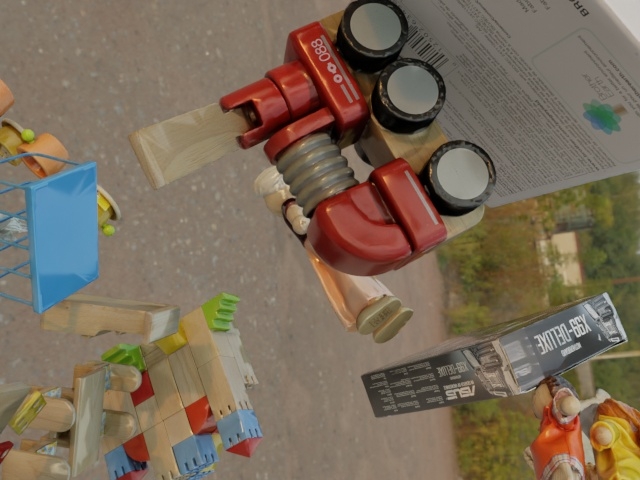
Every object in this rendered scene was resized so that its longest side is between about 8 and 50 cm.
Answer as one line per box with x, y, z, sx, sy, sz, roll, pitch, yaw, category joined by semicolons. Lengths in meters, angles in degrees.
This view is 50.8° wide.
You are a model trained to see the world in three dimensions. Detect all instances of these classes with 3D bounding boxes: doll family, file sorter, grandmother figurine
0.207;0.219;0.516;0.163;0.118;0.262;-62;156;-54;doll family
-0.366;-0.016;0.871;0.118;0.105;0.170;-44;145;-60;file sorter
0.000;0.000;1.051;0.342;0.104;0.208;52;-2;31;grandmother figurine

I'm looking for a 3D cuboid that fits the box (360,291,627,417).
0.244;0.173;0.994;0.242;0.307;0.076;-14;80;-36;box

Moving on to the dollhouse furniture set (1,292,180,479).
-0.304;0.206;0.954;0.212;0.161;0.242;-4;100;-82;dollhouse furniture set

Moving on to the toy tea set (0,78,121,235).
-0.497;-0.110;1.127;0.336;0.200;0.124;50;62;-15;toy tea set

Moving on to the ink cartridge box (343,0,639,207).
0.171;-0.185;0.622;0.270;0.151;0.395;45;-15;-7;ink cartridge box

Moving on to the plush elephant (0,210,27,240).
-0.730;-0.044;1.276;0.330;0.272;0.255;36;13;-28;plush elephant

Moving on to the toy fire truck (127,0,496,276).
-0.009;-0.063;0.550;0.217;0.246;0.158;61;-13;7;toy fire truck

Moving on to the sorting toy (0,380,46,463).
-0.363;0.193;0.664;0.132;0.046;0.274;-57;175;-6;sorting toy

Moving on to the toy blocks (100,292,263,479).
-0.248;0.301;1.177;0.191;0.381;0.260;24;38;-60;toy blocks

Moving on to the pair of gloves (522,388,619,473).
0.364;0.304;0.809;0.204;0.042;0.240;-24;67;-42;pair of gloves
